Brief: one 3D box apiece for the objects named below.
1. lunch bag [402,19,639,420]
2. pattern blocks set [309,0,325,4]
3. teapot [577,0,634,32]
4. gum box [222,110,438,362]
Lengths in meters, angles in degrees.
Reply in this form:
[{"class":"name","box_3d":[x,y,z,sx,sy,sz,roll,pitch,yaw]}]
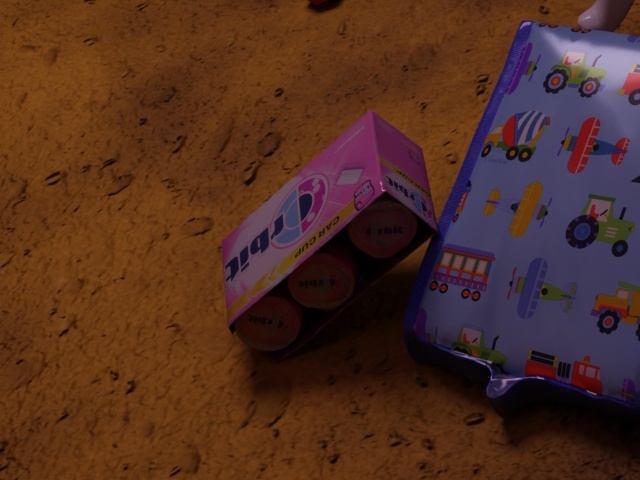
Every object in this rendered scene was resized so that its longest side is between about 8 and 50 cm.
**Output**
[{"class":"lunch bag","box_3d":[0.198,0.000,1.206,0.221,0.138,0.293,15,65,39]},{"class":"pattern blocks set","box_3d":[0.036,-0.378,1.796,0.325,0.026,0.285,-41,41,-20]},{"class":"teapot","box_3d":[0.370,-0.284,1.386,0.256,0.187,0.252,18,67,29]},{"class":"gum box","box_3d":[0.000,0.000,1.296,0.188,0.062,0.107,-41,32,25]}]
